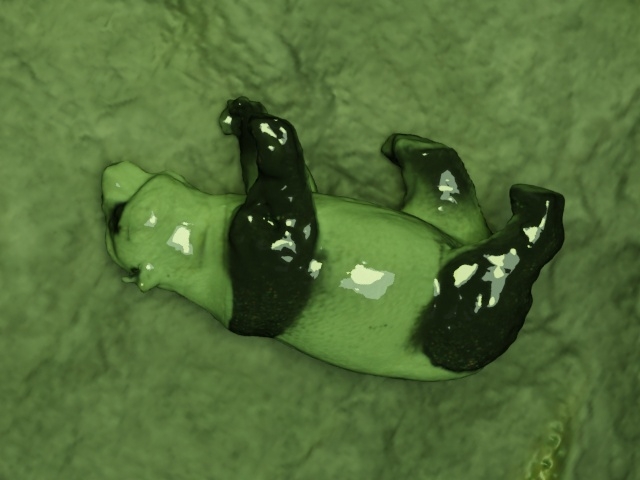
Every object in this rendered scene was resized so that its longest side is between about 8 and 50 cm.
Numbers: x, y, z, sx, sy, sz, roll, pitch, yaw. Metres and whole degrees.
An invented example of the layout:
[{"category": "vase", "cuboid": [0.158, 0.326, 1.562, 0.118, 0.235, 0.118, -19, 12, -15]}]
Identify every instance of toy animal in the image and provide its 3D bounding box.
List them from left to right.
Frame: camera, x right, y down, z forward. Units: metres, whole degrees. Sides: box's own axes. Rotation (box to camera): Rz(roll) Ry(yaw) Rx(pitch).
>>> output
[{"category": "toy animal", "cuboid": [0.000, 0.000, 0.990, 0.225, 0.094, 0.121, 14, 100, -11]}]
